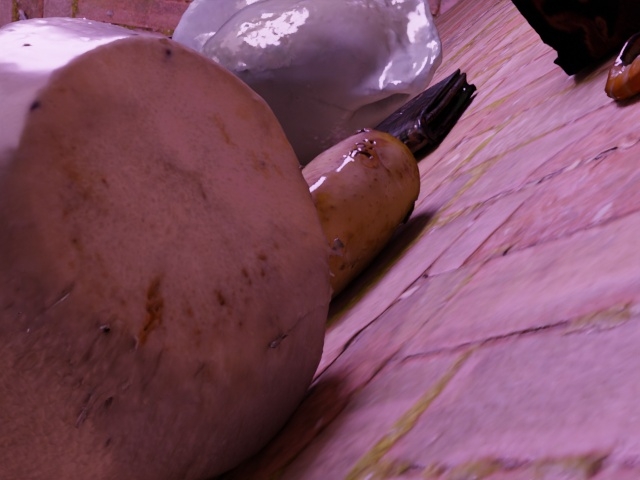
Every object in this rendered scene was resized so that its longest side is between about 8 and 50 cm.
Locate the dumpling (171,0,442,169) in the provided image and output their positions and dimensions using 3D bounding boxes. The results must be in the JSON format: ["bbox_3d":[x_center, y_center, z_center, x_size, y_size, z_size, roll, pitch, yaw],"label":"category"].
[{"bbox_3d":[-0.030,-0.207,1.398,0.320,0.270,0.212,3,16,-6],"label":"dumpling"}]

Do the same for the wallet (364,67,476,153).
[{"bbox_3d":[0.008,-0.057,1.184,0.317,0.044,0.169,-34,8,33],"label":"wallet"}]

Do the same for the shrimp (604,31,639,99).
[{"bbox_3d":[0.213,-0.127,0.681,0.127,0.025,0.091,-41,6,10],"label":"shrimp"}]

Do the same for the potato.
[{"bbox_3d":[0.006,-0.013,0.796,0.170,0.080,0.107,-43,0,-45],"label":"potato"}]

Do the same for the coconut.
[{"bbox_3d":[-0.130,0.028,0.610,0.247,0.245,0.245,-33,10,45],"label":"coconut"}]

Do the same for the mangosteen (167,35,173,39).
[{"bbox_3d":[-0.159,-0.122,1.666,0.306,0.359,0.306,-46,-23,-25],"label":"mangosteen"}]

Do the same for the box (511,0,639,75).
[{"bbox_3d":[0.317,-0.304,0.876,0.415,0.116,0.264,-37,9,19],"label":"box"}]
